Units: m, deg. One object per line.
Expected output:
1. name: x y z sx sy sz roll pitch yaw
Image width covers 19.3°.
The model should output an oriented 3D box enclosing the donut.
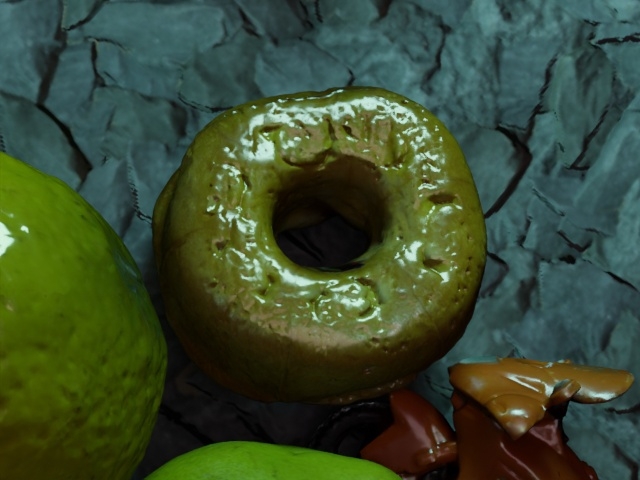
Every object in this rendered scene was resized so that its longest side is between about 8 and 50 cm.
1. donut: 0.002 0.002 1.234 0.226 0.114 0.226 3 67 -7

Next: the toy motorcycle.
1. toy motorcycle: 0.157 0.203 1.248 0.221 0.148 0.325 -39 89 7

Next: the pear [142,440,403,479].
1. pear: -0.049 0.229 1.154 0.269 0.212 0.212 -23 86 -9

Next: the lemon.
1. lemon: -0.220 0.069 1.101 0.253 0.310 0.253 -5 69 13
